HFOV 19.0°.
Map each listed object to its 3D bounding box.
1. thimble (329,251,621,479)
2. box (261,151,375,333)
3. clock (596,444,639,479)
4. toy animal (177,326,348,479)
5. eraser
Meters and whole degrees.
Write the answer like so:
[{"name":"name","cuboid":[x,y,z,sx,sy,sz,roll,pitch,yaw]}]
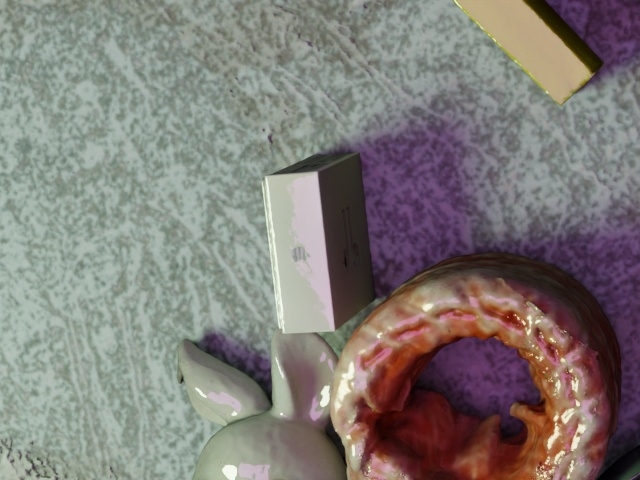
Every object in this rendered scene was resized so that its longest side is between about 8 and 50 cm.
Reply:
[{"name":"thimble","cuboid":[0.129,0.130,1.554,0.239,0.162,0.239,3,102,12]},{"name":"box","cuboid":[0.000,0.000,1.580,0.051,0.130,0.129,-4,98,18]},{"name":"clock","cuboid":[0.342,0.289,1.531,0.319,0.066,0.318,1,109,3]},{"name":"toy animal","cuboid":[-0.056,0.242,1.633,0.208,0.154,0.325,-11,75,38]},{"name":"eraser","cuboid":[0.168,-0.166,1.522,0.122,0.097,0.045,46,105,4]}]
